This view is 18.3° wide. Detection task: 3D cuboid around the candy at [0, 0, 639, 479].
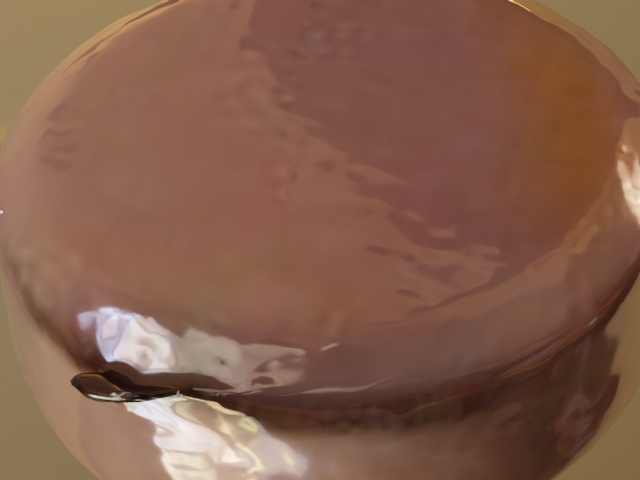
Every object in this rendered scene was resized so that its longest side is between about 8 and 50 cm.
[{"bbox_3d":[0.000,0.000,0.713,0.255,0.255,0.094,-27,-43,-23],"label":"candy"}]
